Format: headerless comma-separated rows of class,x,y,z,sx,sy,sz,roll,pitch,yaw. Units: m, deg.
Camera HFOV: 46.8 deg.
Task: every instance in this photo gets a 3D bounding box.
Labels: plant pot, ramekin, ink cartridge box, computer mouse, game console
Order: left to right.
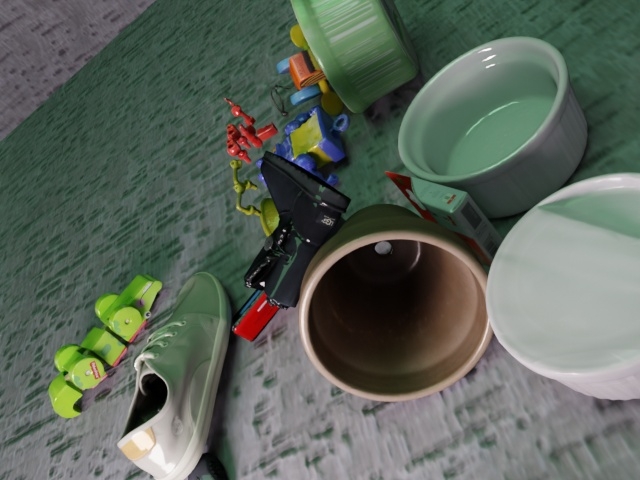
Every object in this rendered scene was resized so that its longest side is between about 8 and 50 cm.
computer mouse,-0.164,0.421,1.128,0.071,0.041,0.242,-42,38,7
game console,-0.113,0.100,1.332,0.085,0.124,0.144,37,86,26
ramekin,0.073,-0.415,1.439,0.148,0.303,0.303,-24,42,17
plant pot,0.101,0.059,1.057,0.263,0.263,0.229,-36,20,15
ink cartridge box,0.179,-0.034,1.109,0.179,0.145,0.045,20,70,51
ramekin,0.272,-0.167,1.146,0.277,0.135,0.277,-26,42,27
ramekin,0.346,0.062,0.875,0.273,0.127,0.272,-26,42,27

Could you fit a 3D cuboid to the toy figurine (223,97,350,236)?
toy figurine,-0.041,-0.179,1.433,0.217,0.191,0.362,-29,42,16

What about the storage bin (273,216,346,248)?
storage bin,0.000,0.000,1.274,0.135,0.098,0.091,-25,40,-29

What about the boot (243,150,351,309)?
boot,-0.069,-0.020,1.190,0.207,0.094,0.246,-60,36,7

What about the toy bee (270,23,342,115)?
toy bee,-0.013,-0.373,1.593,0.162,0.195,0.298,-26,24,-11

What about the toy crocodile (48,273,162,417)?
toy crocodile,-0.451,0.215,1.557,0.115,0.105,0.340,13,63,50

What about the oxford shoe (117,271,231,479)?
oxford shoe,-0.258,0.209,1.318,0.169,0.130,0.449,-41,29,31
